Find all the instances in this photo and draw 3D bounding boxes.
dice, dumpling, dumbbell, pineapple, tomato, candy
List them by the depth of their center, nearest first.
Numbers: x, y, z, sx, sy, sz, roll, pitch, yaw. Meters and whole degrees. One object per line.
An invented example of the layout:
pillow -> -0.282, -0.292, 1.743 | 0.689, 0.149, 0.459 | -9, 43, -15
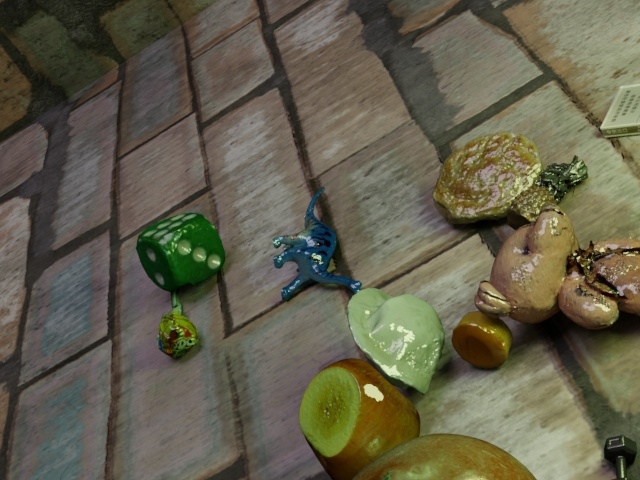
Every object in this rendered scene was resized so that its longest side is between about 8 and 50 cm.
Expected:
tomato -> 0.125, 0.335, 1.127 | 0.270, 0.223, 0.270 | -23, 32, 15
dumbbell -> 0.346, 0.266, 1.181 | 0.036, 0.040, 0.083 | 6, 43, 7
dumpling -> 0.117, 0.130, 1.473 | 0.108, 0.153, 0.219 | -30, 28, 9
pineapple -> 0.356, -0.073, 1.600 | 0.159, 0.074, 0.074 | -44, 32, -24
candy -> -0.276, 0.138, 1.943 | 0.077, 0.073, 0.262 | -58, 20, 16
dice -> -0.273, 0.020, 2.001 | 0.128, 0.120, 0.131 | -32, 23, -31

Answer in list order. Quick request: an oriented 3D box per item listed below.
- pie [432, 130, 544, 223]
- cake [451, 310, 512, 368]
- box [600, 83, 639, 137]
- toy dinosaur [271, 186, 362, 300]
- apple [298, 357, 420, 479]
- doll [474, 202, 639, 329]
pie -> 0.277, -0.094, 1.695 | 0.193, 0.079, 0.163 | -20, 45, 23
cake -> 0.224, 0.139, 1.426 | 0.084, 0.084, 0.044 | -4, 35, 41
box -> 0.553, -0.216, 1.631 | 0.198, 0.029, 0.109 | -3, 45, 43
toy dinosaur -> -0.025, 0.018, 1.840 | 0.144, 0.076, 0.329 | -25, 35, 5
apple -> 0.049, 0.248, 1.371 | 0.147, 0.163, 0.146 | -46, 32, -7
doll -> 0.365, 0.025, 1.372 | 0.303, 0.156, 0.201 | -5, 24, 33
